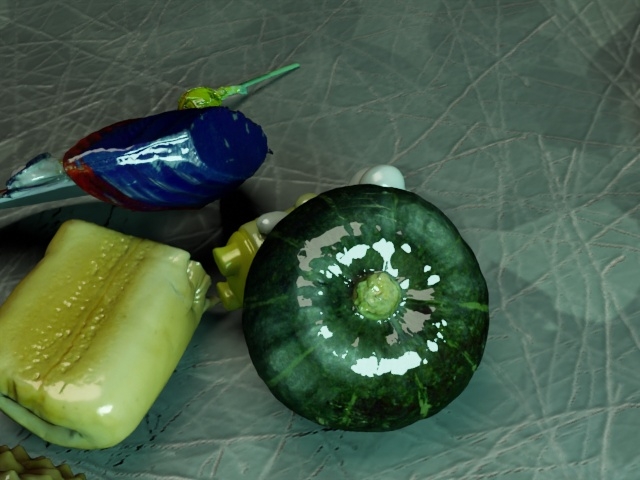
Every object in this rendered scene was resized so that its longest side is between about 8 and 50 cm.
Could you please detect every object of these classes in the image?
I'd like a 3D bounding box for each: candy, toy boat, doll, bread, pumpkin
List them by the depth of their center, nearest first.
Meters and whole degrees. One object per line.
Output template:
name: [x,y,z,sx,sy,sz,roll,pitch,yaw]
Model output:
pumpkin: [0.031,0.047,0.982,0.167,0.167,0.125,-29,18,-15]
bread: [-0.160,0.070,1.049,0.134,0.085,0.173,18,51,18]
doll: [0.000,0.000,1.071,0.162,0.106,0.062,-23,55,-18]
toy boat: [-0.171,-0.040,1.147,0.219,0.072,0.318,-8,-6,-42]
candy: [-0.069,-0.129,1.270,0.123,0.035,0.035,-28,56,-26]

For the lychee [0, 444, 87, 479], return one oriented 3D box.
lychee: [-0.193,0.235,0.790,0.267,0.267,0.267,-7,45,7]
